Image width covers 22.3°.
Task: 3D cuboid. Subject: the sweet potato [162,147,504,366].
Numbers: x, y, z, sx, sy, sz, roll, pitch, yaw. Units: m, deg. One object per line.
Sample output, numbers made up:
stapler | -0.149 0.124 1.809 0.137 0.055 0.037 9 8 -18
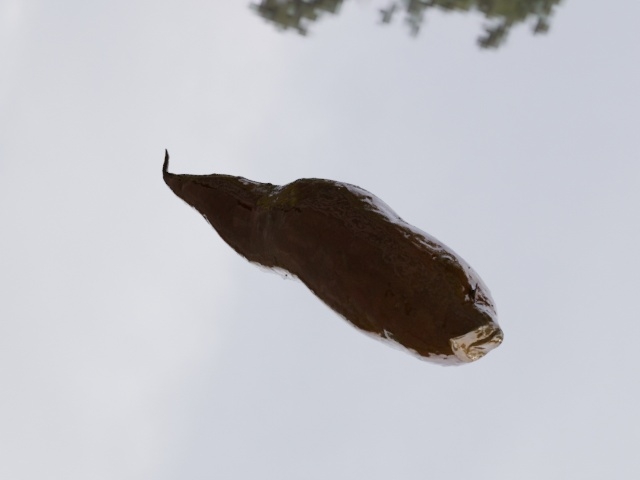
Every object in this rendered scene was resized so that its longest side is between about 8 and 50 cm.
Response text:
sweet potato | 0.000 0.000 0.676 0.195 0.056 0.056 26 -79 37
